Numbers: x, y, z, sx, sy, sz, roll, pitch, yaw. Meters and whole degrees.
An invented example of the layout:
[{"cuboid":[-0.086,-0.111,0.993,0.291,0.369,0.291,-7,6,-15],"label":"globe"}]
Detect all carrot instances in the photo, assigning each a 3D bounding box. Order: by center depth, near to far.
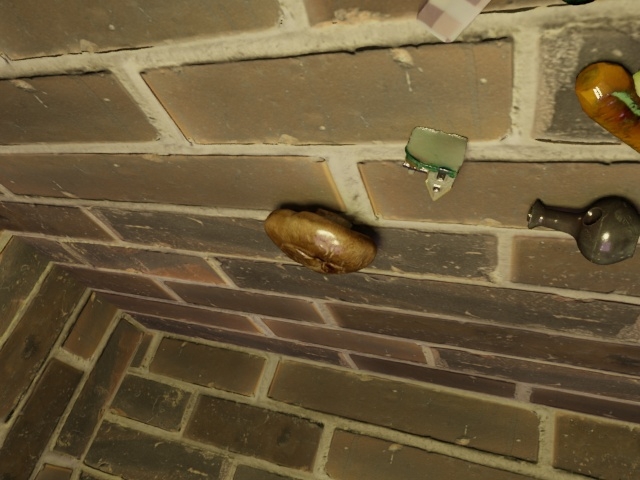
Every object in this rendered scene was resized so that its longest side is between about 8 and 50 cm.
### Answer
[{"cuboid":[0.464,-0.161,0.675,0.260,0.070,0.070,26,151,-18],"label":"carrot"}]

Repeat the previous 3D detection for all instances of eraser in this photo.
[{"cuboid":[0.176,-0.311,0.615,0.065,0.026,0.105,24,151,-17],"label":"eraser"}]

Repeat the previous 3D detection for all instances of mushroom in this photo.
[{"cuboid":[0.000,0.000,1.131,0.278,0.146,0.278,21,173,3],"label":"mushroom"}]

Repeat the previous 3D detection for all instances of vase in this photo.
[{"cuboid":[0.472,-0.027,0.866,0.183,0.120,0.120,18,155,33],"label":"vase"}]

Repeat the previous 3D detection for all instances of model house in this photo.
[{"cuboid":[0.195,-0.133,0.852,0.101,0.087,0.100,18,150,9],"label":"model house"}]

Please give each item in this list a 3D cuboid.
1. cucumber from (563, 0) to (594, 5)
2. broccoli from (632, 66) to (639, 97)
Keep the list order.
[{"cuboid":[0.286,-0.340,0.467,0.115,0.063,0.243,8,151,20],"label":"cucumber"},{"cuboid":[0.389,-0.208,0.502,0.118,0.204,0.122,46,157,16],"label":"broccoli"}]
